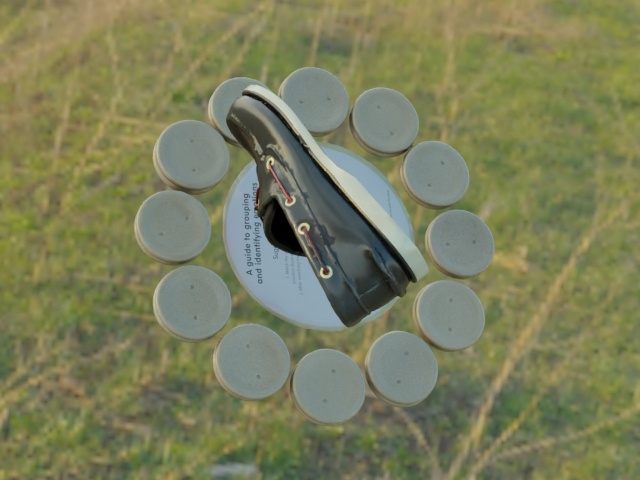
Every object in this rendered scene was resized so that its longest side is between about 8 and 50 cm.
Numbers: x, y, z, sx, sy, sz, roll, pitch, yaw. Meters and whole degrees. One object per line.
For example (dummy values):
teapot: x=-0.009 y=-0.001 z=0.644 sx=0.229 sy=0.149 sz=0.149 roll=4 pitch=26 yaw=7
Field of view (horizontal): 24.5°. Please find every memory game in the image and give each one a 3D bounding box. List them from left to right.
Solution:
memory game: x=0.000 y=0.000 z=0.720 sx=0.186 sy=0.186 sz=0.012 roll=5 pitch=-21 yaw=-17

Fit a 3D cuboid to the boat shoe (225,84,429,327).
boat shoe: x=-0.008 y=-0.018 z=0.583 sx=0.133 sy=0.042 sz=0.049 roll=51 pitch=-2 yaw=43
